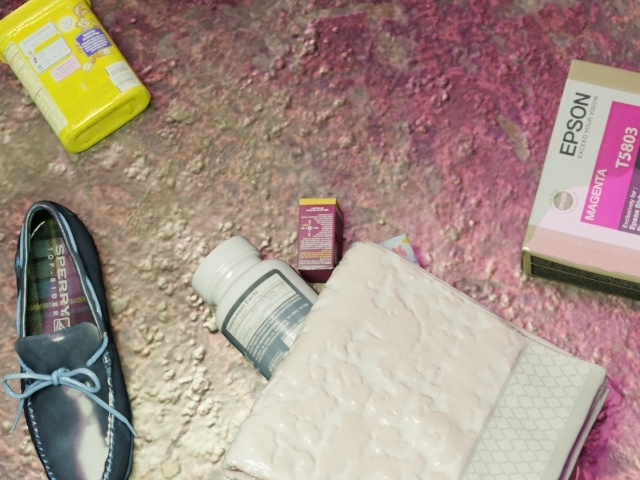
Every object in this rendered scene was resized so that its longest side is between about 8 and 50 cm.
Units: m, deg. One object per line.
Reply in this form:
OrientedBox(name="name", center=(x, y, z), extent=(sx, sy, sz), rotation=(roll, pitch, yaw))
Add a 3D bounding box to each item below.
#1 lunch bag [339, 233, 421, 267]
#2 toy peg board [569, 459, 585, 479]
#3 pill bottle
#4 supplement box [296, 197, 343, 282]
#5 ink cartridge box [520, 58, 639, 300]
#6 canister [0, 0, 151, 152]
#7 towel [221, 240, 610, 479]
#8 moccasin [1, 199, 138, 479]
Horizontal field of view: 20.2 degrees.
OrientedBox(name="lunch bag", center=(0.068, 0.042, 1.979), extent=(0.083, 0.053, 0.071), rotation=(-22, 72, -9))
OrientedBox(name="toy peg board", center=(0.210, 0.305, 1.858), extent=(0.160, 0.079, 0.161), rotation=(-18, 71, 3))
OrientedBox(name="pill bottle", center=(-0.051, 0.083, 1.953), extent=(0.108, 0.108, 0.180), rotation=(-44, 71, -7))
OrientedBox(name="supplement box", center=(0.000, 0.000, 2.001), extent=(0.043, 0.055, 0.083), rotation=(-1, 71, 9))
OrientedBox(name="ink cartridge box", center=(0.337, -0.061, 1.954), extent=(0.193, 0.088, 0.235), rotation=(13, 75, 11))
OrientedBox(name="canister", center=(-0.291, -0.201, 2.100), extent=(0.126, 0.073, 0.170), rotation=(-34, 72, -3))
OrientedBox(name="towel", center=(0.107, 0.178, 1.819), extent=(0.317, 0.053, 0.332), rotation=(27, 49, 6))
OrientedBox(name="moccasin", center=(-0.293, 0.120, 1.971), extent=(0.137, 0.117, 0.342), rotation=(-17, 71, 3))
